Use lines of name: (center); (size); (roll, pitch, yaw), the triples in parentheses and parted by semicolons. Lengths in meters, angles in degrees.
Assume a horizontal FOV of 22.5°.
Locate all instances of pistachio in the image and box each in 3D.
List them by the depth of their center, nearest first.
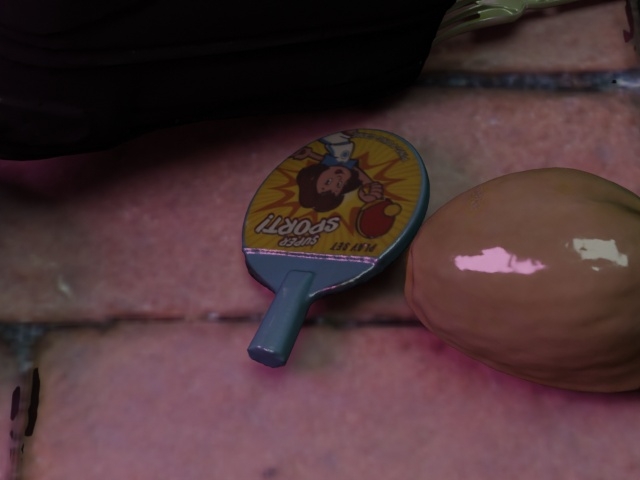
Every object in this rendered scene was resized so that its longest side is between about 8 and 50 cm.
pistachio: (0.114, 0.019, 0.789); (0.149, 0.113, 0.113); (-1, 52, 19)

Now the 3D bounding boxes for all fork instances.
fork: (0.159, -0.149, 0.950); (0.219, 0.028, 0.034); (-14, 52, -11)

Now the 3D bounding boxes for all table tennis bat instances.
table tennis bat: (0.000, 0.000, 0.828); (0.100, 0.019, 0.155); (6, 52, 28)

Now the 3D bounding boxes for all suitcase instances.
suitcase: (-0.099, -0.225, 0.884); (0.339, 0.188, 0.345); (-12, 55, -28)
